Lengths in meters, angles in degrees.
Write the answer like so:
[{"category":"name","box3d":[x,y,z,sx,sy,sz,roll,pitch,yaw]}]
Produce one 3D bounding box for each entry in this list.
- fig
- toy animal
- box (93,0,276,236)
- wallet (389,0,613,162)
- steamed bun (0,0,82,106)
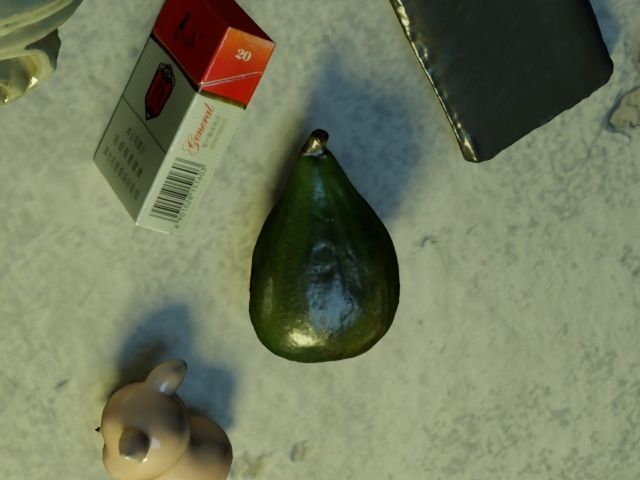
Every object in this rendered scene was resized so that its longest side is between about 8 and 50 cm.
[{"category":"fig","box3d":[0.000,0.000,1.375,0.117,0.117,0.177,-11,106,-20]},{"category":"toy animal","box3d":[-0.115,0.153,1.418,0.089,0.083,0.150,-26,147,15]},{"category":"box","box3d":[-0.095,-0.092,1.268,0.048,0.100,0.152,12,112,-34]},{"category":"wallet","box3d":[0.119,-0.191,1.359,0.146,0.030,0.285,-35,126,-8]},{"category":"steamed bun","box3d":[-0.218,-0.140,1.087,0.211,0.144,0.218,-13,167,-45]}]
